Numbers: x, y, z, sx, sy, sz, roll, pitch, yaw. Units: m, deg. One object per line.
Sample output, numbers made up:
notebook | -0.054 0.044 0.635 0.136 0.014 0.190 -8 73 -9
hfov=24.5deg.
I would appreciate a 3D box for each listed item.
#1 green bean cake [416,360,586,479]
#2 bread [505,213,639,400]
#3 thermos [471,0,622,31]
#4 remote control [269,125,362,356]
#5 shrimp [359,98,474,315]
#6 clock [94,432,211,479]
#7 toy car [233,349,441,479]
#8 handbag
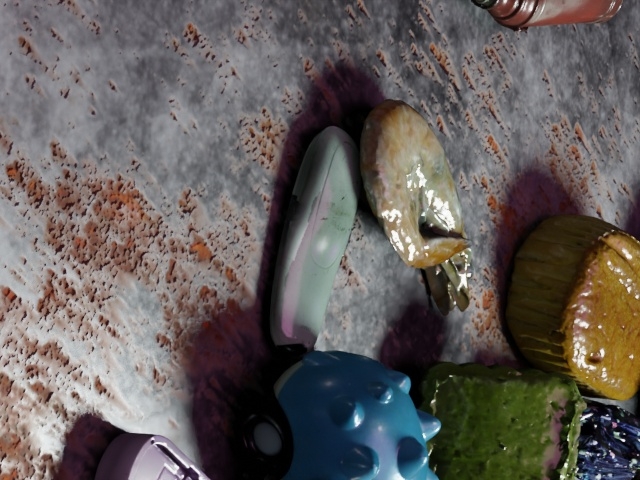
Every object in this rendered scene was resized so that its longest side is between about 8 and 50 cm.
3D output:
green bean cake | 0.202 0.250 1.747 0.113 0.200 0.214 121 -25 -82
bread | 0.363 0.089 1.976 0.253 0.142 0.227 46 66 -45
thermos | 0.282 -0.316 1.857 0.232 0.124 0.099 -11 98 -42
remote control | -0.002 0.000 1.594 0.097 0.045 0.256 21 79 -49
shrimp | 0.113 -0.020 1.698 0.317 0.077 0.168 65 36 -33
clock | -0.160 0.259 1.417 0.153 0.050 0.110 52 55 -39
toy car | 0.035 0.243 1.548 0.188 0.190 0.255 -20 110 -49
handbag | 0.334 0.258 1.937 0.260 0.162 0.113 21 76 -53
